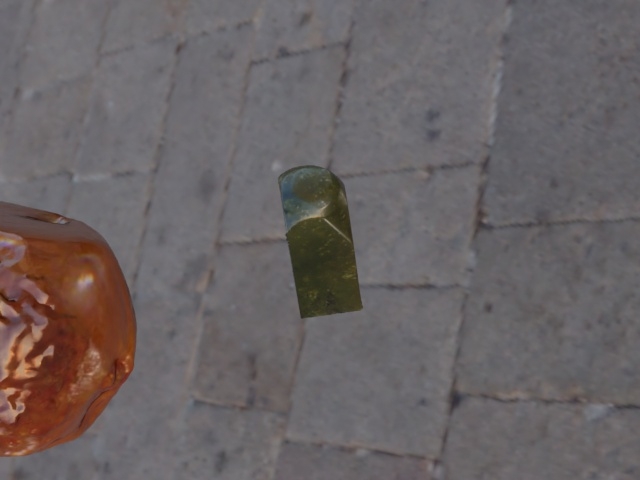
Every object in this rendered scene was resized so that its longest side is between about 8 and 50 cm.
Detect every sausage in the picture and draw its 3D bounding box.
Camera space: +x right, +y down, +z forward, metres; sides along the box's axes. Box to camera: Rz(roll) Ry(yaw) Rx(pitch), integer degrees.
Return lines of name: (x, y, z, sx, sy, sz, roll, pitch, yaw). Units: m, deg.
sausage: (-0.240, 0.046, 0.850, 0.268, 0.153, 0.141, 7, 98, 25)

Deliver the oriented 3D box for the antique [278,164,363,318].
antique: (0.000, 0.000, 1.597, 0.080, 0.221, 0.081, -9, 57, -1)
